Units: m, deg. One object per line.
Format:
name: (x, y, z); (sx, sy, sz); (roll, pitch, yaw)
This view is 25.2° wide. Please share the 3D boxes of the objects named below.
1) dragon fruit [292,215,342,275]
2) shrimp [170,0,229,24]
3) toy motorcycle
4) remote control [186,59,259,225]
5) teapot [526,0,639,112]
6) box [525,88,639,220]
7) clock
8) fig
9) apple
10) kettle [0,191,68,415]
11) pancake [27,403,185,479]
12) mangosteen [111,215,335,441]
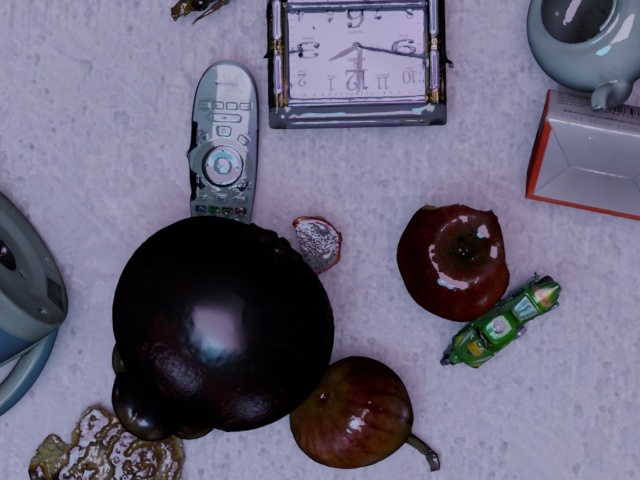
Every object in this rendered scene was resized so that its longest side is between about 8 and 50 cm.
dragon fruit: (0.000, 0.000, 1.939); (0.060, 0.056, 0.083); (-22, 95, 5)
shrimp: (-0.111, -0.417, 1.927); (0.287, 0.063, 0.152); (-40, 88, 0)
toy motorcycle: (0.236, 0.111, 1.907); (0.190, 0.106, 0.074); (-37, 91, 4)
remote control: (-0.132, -0.116, 1.947); (0.097, 0.045, 0.256); (6, 95, 3)
teapot: (0.356, -0.289, 1.852); (0.193, 0.129, 0.294); (-18, 70, 31)
box: (0.370, -0.113, 1.876); (0.182, 0.099, 0.133); (10, 126, 5)
clock: (0.051, -0.243, 1.916); (0.253, 0.083, 0.186); (-1, 92, 3)
fig: (0.062, 0.228, 1.907); (0.202, 0.148, 0.149); (-8, 132, -31)
apple: (0.172, 0.030, 1.883); (0.156, 0.158, 0.147); (36, 79, 1)
kettle: (-0.518, 0.126, 1.894); (0.342, 0.247, 0.319); (-35, 116, 10)
pancake: (-0.295, 0.354, 1.963); (0.212, 0.056, 0.257); (3, 84, -5)
mangosteen: (-0.142, 0.119, 1.826); (0.313, 0.297, 0.297); (-37, 90, -11)
